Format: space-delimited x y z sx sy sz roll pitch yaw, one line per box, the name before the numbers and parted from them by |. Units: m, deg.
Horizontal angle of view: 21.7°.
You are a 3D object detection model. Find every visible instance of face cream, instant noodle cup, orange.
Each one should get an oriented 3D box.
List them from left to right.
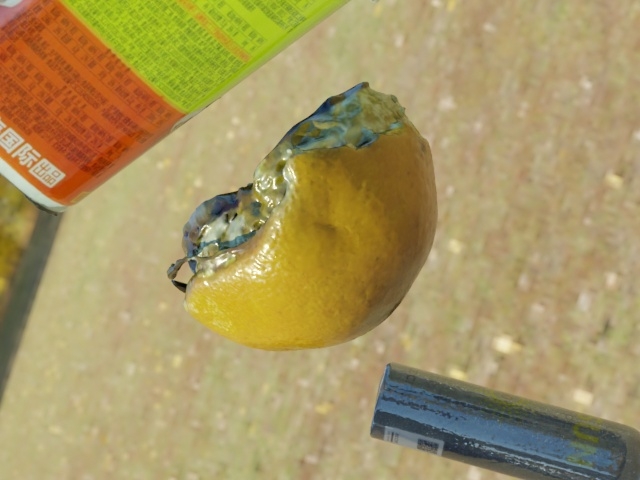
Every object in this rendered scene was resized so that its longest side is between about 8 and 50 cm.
instant noodle cup | -0.146 -0.201 1.217 0.308 0.294 0.294 -41 18 11
orange | 0.000 0.000 0.913 0.160 0.112 0.170 -34 -5 -13
face cream | 0.186 0.179 1.499 0.073 0.284 0.073 15 -90 -82
